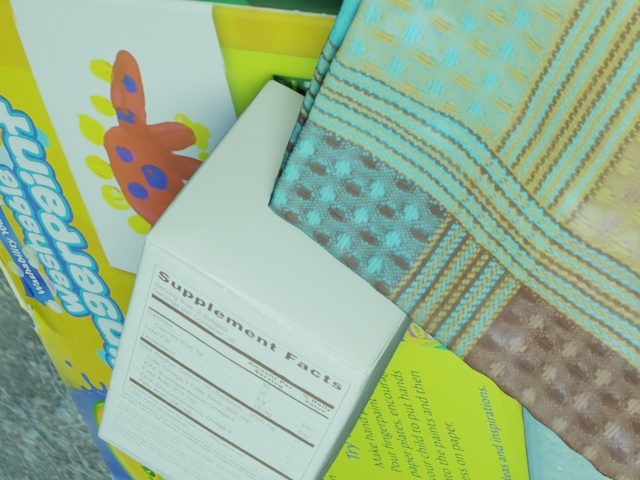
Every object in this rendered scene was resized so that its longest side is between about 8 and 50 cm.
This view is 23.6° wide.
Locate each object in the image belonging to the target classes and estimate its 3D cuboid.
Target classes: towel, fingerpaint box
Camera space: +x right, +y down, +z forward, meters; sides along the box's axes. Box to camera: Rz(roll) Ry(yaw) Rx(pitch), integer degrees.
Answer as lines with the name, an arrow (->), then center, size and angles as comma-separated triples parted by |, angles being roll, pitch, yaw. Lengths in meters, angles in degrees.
towel -> 0.131, -0.048, 0.436 | 0.271, 0.040, 0.370 | 39, 140, 12
fingerpaint box -> 0.000, 0.000, 0.854 | 0.371, 0.163, 0.445 | 10, 138, 32

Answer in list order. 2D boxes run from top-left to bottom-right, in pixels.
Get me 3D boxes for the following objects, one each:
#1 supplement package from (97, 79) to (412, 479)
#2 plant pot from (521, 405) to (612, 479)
supplement package -> -0.021, 0.038, 0.679 | 0.105, 0.105, 0.179 | 31, 144, 6
plant pot -> 0.223, 0.016, 0.618 | 0.247, 0.247, 0.252 | 4, 124, 39
